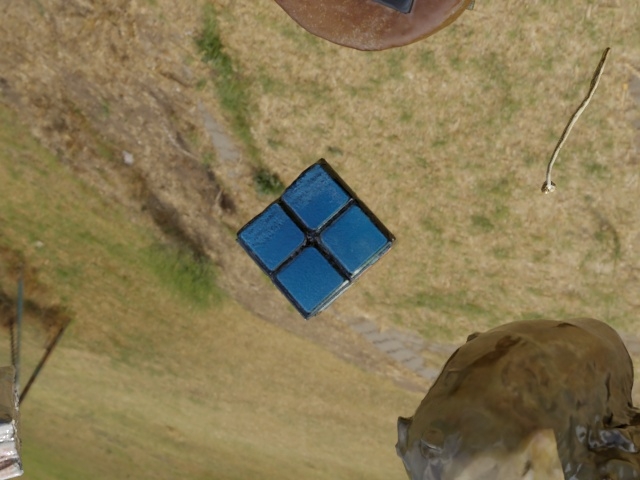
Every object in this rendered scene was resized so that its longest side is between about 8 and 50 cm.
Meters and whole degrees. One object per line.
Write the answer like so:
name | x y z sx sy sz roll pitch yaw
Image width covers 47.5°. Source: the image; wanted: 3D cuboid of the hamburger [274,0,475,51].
hamburger | 0.071 -0.337 0.696 0.291 0.225 0.291 20 140 19

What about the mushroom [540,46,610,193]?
mushroom | 0.451 -0.214 1.285 0.026 0.286 0.028 22 180 33

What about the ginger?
ginger | 0.229 0.194 0.593 0.304 0.245 0.155 35 137 23

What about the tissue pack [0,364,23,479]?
tissue pack | -0.337 0.167 0.618 0.155 0.065 0.115 -10 -163 -20

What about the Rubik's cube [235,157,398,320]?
Rubik's cube | 0.001 0.001 1.116 0.167 0.183 0.180 49 -178 6
